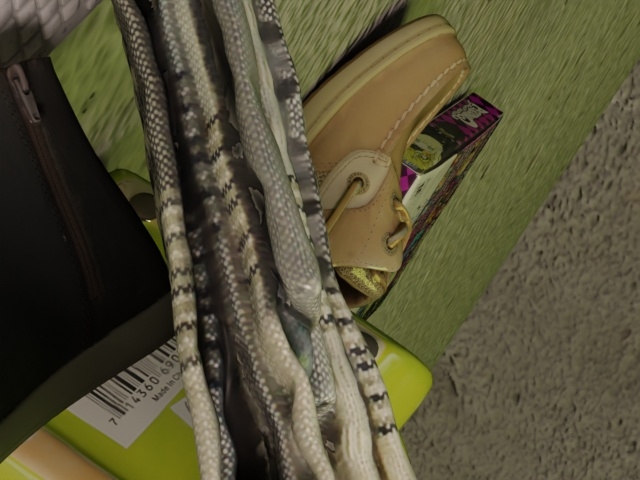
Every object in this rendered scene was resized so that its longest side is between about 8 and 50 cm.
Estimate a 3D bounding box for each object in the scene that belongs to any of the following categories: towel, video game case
[{"bbox_3d":[-0.023,-0.017,0.607,0.056,0.312,0.324,-12,161,-2],"label":"towel"},{"bbox_3d":[0.053,-0.004,1.659,0.232,0.042,0.210,-59,169,28],"label":"video game case"}]

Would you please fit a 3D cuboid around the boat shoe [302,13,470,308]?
[{"bbox_3d":[0.000,0.000,1.235,0.341,0.110,0.122,-50,169,-19],"label":"boat shoe"}]

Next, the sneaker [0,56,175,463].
[{"bbox_3d":[-0.146,0.023,0.656,0.083,0.118,0.222,-18,-168,38],"label":"sneaker"}]

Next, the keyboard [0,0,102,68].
[{"bbox_3d":[-0.045,-0.160,0.764,0.256,0.014,0.072,-49,169,-22],"label":"keyboard"}]

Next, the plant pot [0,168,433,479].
[{"bbox_3d":[-0.089,0.113,0.927,0.228,0.227,0.207,-45,161,-36],"label":"plant pot"}]
